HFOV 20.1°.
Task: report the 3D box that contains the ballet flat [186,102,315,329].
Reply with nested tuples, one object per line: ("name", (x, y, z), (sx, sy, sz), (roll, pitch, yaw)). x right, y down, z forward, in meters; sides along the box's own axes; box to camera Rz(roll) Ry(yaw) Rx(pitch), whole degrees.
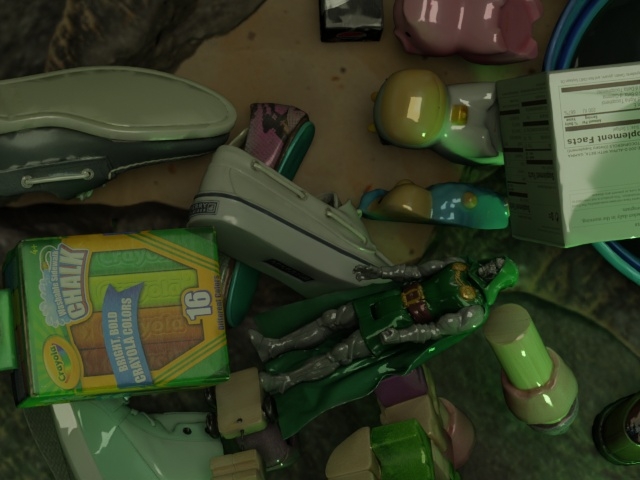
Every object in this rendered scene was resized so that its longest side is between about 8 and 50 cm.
("ballet flat", (-0.075, -0.026, 1.654), (0.079, 0.077, 0.221), (16, 75, 16))

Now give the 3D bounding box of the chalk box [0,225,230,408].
("chalk box", (-0.196, 0.067, 1.502), (0.213, 0.132, 0.132), (-5, 83, -17))

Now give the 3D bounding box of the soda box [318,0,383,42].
("soda box", (0.027, -0.274, 1.702), (0.060, 0.053, 0.169), (-1, 81, -5))

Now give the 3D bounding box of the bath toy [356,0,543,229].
("bath toy", (0.121, -0.185, 1.668), (0.151, 0.129, 0.348), (18, 80, -47))

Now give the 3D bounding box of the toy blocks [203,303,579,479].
("toy blocks", (0.094, 0.254, 1.569), (0.309, 0.260, 0.288), (-16, 52, 14))

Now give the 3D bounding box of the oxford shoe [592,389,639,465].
("oxford shoe", (0.363, 0.138, 1.651), (0.227, 0.096, 0.083), (-31, 84, -10))

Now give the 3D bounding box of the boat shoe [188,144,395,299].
("boat shoe", (0.000, 0.000, 1.603), (0.267, 0.096, 0.088), (27, 66, -29))

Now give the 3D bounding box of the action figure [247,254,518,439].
("action figure", (0.057, 0.065, 1.513), (0.232, 0.063, 0.137), (-23, 51, 6))

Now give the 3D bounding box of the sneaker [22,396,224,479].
("sneaker", (-0.173, 0.156, 1.615), (0.151, 0.094, 0.256), (-17, 71, -27))

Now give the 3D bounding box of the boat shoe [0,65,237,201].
("boat shoe", (-0.237, -0.089, 1.648), (0.319, 0.116, 0.099), (-3, 125, -12))

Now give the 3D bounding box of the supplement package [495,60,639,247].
("supplement package", (0.301, -0.082, 1.535), (0.262, 0.204, 0.145), (-6, 93, -6))

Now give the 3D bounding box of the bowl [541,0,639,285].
("bowl", (0.393, -0.118, 1.699), (0.391, 0.077, 0.391), (1, 82, -5))
